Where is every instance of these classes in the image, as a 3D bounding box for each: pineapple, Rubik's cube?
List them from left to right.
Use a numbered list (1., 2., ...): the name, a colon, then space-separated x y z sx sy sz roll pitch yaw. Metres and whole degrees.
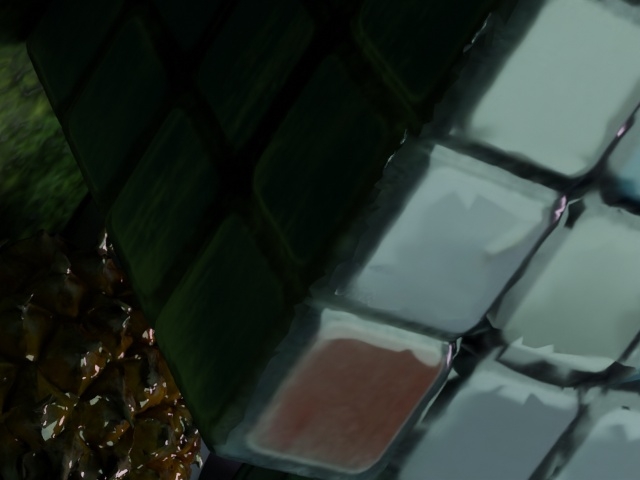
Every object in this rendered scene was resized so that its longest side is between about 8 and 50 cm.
1. pineapple: -0.117 0.097 0.776 0.161 0.137 0.176 -2 120 -13
2. Rubik's cube: 0.081 -0.068 0.679 0.253 0.256 0.259 20 114 -36

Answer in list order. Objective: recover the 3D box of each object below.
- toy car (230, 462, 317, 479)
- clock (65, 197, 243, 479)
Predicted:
1. toy car: 0.022 0.125 0.985 0.321 0.097 0.141 -55 162 13
2. clock: 0.000 0.000 1.006 0.338 0.102 0.338 -43 161 -18
